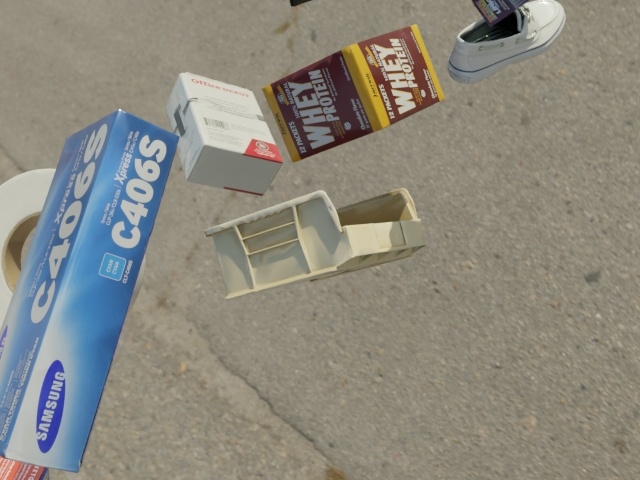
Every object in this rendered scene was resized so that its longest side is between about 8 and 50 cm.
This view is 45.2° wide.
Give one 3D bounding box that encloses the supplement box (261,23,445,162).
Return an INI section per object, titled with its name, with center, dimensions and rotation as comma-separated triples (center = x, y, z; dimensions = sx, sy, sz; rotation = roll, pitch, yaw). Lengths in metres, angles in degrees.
[supplement box]
center = 0.054, -0.232, 1.214
dimensions = 0.191, 0.129, 0.194
rotation = -15, 11, 42

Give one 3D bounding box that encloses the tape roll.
[tape roll]
center = -0.565, 0.044, 1.636
dimensions = 0.392, 0.072, 0.392
rotation = 0, 89, 8

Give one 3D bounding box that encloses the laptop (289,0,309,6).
[laptop]
center = 0.055, -0.551, 1.348
dimensions = 0.136, 0.234, 0.264
rotation = 8, 28, 29

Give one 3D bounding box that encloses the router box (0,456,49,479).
[router box]
center = -0.562, 0.428, 1.152
dimensions = 0.082, 0.301, 0.335
rotation = -78, 2, -52

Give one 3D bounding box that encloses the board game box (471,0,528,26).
[board game box]
center = 0.278, -0.357, 0.972
dimensions = 0.141, 0.048, 0.170
rotation = -30, 18, 44

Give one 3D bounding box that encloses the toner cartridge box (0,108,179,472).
[toner cartridge box]
center = -0.259, 0.048, 0.801
dimensions = 0.165, 0.075, 0.348
rotation = -9, 63, 54

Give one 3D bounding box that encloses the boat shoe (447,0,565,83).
[boat shoe]
center = 0.279, -0.304, 1.110
dimensions = 0.226, 0.076, 0.083
rotation = -38, 62, -24

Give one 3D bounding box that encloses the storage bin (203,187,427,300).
[storage bin]
center = 0.000, 0.000, 1.273
dimensions = 0.260, 0.262, 0.123
rotation = -17, 84, 33

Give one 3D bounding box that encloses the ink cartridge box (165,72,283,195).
[ink cartridge box]
center = -0.227, -0.245, 1.764
dimensions = 0.114, 0.197, 0.273
rotation = -55, 41, 33
